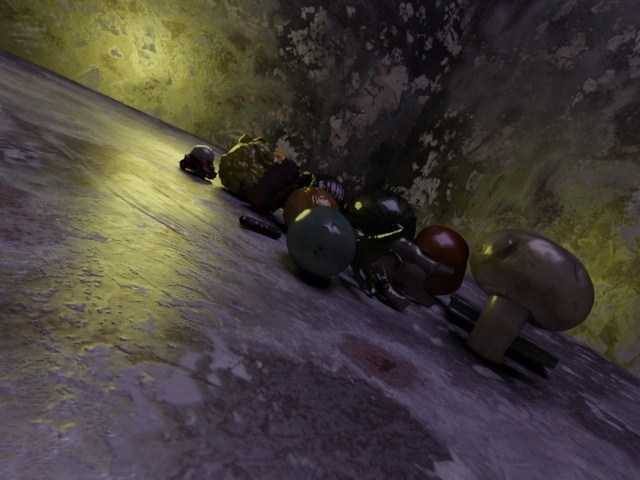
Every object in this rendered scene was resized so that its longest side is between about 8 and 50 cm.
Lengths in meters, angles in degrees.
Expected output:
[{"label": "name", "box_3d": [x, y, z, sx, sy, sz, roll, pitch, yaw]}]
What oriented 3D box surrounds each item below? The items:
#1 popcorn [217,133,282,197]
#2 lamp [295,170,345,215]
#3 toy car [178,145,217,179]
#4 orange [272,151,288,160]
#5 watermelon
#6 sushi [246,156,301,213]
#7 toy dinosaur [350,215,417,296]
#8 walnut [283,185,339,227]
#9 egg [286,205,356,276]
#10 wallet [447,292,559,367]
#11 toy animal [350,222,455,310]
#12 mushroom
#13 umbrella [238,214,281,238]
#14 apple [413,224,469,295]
[{"label": "popcorn", "box_3d": [-0.266, -0.275, 1.558, 0.242, 0.235, 0.250, 47, 27, 9]}, {"label": "lamp", "box_3d": [-0.015, -0.160, 1.599, 0.247, 0.247, 0.247, 26, 10, -5]}, {"label": "toy car", "box_3d": [-0.445, -0.300, 1.521, 0.139, 0.112, 0.112, 29, 10, 14]}, {"label": "orange", "box_3d": [-0.228, -0.338, 2.028, 0.219, 0.193, 0.219, 8, 57, -13]}, {"label": "watermelon", "box_3d": [0.214, -0.056, 1.538, 0.279, 0.279, 0.359, 25, 3, -11]}, {"label": "sushi", "box_3d": [-0.142, -0.189, 1.429, 0.107, 0.241, 0.161, 50, 20, 10]}, {"label": "toy dinosaur", "box_3d": [0.097, -0.011, 1.086, 0.087, 0.447, 0.301, -1, 55, -31]}, {"label": "walnut", "box_3d": [-0.033, -0.093, 1.368, 0.193, 0.193, 0.225, 26, 12, -6]}, {"label": "egg", "box_3d": [0.000, 0.000, 1.002, 0.169, 0.169, 0.236, 23, 13, -22]}, {"label": "wallet", "box_3d": [0.573, 0.290, 1.302, 0.360, 0.083, 0.252, 31, 6, 22]}, {"label": "toy animal", "box_3d": [0.230, 0.057, 1.258, 0.303, 0.194, 0.344, 39, 9, 28]}, {"label": "mushroom", "box_3d": [0.547, 0.135, 1.077, 0.315, 0.356, 0.315, -6, 22, 2]}, {"label": "umbrella", "box_3d": [-0.170, -0.036, 1.150, 0.133, 0.031, 0.036, 22, 38, -30]}, {"label": "apple", "box_3d": [0.429, 0.077, 1.475, 0.253, 0.253, 0.253, 26, 10, -5]}]
